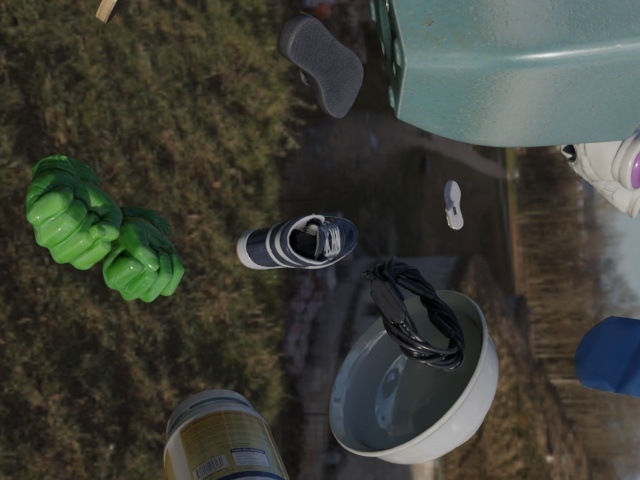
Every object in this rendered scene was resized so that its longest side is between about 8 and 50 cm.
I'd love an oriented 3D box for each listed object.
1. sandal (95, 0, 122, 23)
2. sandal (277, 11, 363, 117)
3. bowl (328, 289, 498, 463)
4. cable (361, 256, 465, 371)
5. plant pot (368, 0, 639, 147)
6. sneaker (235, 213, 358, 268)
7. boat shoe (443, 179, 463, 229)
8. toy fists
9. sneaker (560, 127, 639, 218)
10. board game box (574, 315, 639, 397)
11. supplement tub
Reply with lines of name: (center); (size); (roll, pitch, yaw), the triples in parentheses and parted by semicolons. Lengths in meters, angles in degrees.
sandal: (-0.359, -0.509, 1.548); (0.240, 0.079, 0.088); (-54, -169, 20)
sandal: (0.000, -0.276, 1.343); (0.097, 0.054, 0.254); (-55, 151, -5)
bowl: (0.165, 0.232, 1.344); (0.134, 0.298, 0.297); (44, 39, -26)
cable: (0.137, 0.105, 1.216); (0.184, 0.047, 0.151); (53, 26, 18)
plant pot: (0.183, -0.228, 0.855); (0.248, 0.253, 0.247); (83, -4, -76)
sneaker: (0.000, 0.000, 1.597); (0.282, 0.153, 0.099); (-8, 87, -42)
boat shoe: (0.266, -0.072, 1.759); (0.035, 0.035, 0.100); (-179, -103, -77)
toy fists: (-0.307, -0.008, 1.266); (0.279, 0.096, 0.142); (40, 32, -45)
sneaker: (0.467, -0.127, 1.372); (0.114, 0.152, 0.305); (-59, 153, 0)
board game box: (0.452, 0.175, 1.247); (0.133, 0.169, 0.033); (-55, 130, -29)
supplement tub: (-0.186, 0.466, 1.724); (0.316, 0.229, 0.228); (-122, -166, -56)
